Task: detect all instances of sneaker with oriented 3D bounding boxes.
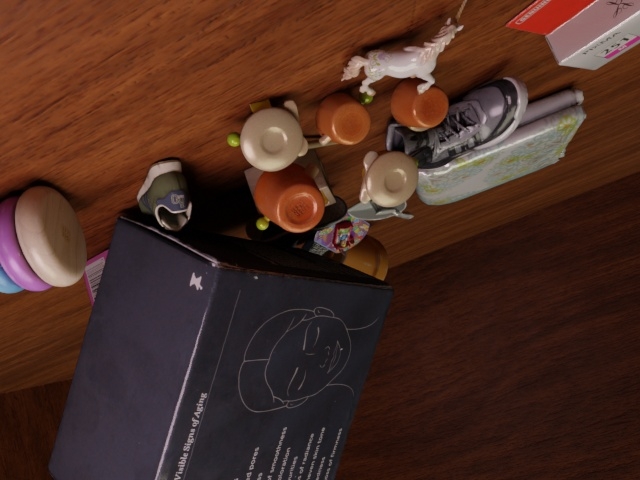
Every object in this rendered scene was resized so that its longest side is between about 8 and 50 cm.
[{"bbox_3d":[-0.045,-0.033,1.283,0.227,0.086,0.163,-14,162,3],"label":"sneaker"},{"bbox_3d":[0.000,0.000,1.643,0.069,0.082,0.209,28,125,-26],"label":"sneaker"},{"bbox_3d":[-0.245,-0.050,0.883,0.064,0.086,0.192,-14,168,-26],"label":"sneaker"},{"bbox_3d":[0.214,-0.188,0.956,0.153,0.101,0.269,-14,171,-37],"label":"sneaker"}]

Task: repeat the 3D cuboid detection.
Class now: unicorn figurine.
[{"bbox_3d":[0.110,-0.227,0.705,0.162,0.060,0.111,-19,169,-2],"label":"unicorn figurine"}]

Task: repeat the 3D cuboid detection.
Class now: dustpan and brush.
[{"bbox_3d":[0.191,-0.085,1.523,0.147,0.060,0.211,-28,166,36],"label":"dustpan and brush"}]

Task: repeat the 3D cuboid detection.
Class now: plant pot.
[{"bbox_3d":[0.078,0.060,1.746,0.205,0.205,0.188,-25,151,27],"label":"plant pot"}]

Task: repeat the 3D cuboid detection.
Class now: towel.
[{"bbox_3d":[0.390,-0.198,1.271,0.375,0.090,0.320,-21,166,10],"label":"towel"}]

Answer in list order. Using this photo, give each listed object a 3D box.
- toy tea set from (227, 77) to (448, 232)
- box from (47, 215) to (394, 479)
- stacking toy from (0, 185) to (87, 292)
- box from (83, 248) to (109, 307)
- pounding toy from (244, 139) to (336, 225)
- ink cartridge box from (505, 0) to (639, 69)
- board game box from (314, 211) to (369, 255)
[{"bbox_3d":[0.032,-0.137,0.837,0.337,0.199,0.124,-16,-154,-14],"label":"toy tea set"},{"bbox_3d":[-0.162,0.246,1.042,0.298,0.479,0.472,20,-175,38],"label":"box"},{"bbox_3d":[-0.504,0.034,0.758,0.331,0.141,0.141,-16,169,0],"label":"stacking toy"},{"bbox_3d":[-0.360,0.127,1.211,0.117,0.213,0.243,-25,168,25],"label":"box"},{"bbox_3d":[-0.030,-0.106,0.963,0.181,0.094,0.206,-20,169,5],"label":"pounding toy"},{"bbox_3d":[0.427,-0.334,0.741,0.239,0.060,0.275,-11,166,-41],"label":"ink cartridge box"},{"bbox_3d":[0.068,-0.011,1.560,0.133,0.033,0.169,-40,142,17],"label":"board game box"}]
